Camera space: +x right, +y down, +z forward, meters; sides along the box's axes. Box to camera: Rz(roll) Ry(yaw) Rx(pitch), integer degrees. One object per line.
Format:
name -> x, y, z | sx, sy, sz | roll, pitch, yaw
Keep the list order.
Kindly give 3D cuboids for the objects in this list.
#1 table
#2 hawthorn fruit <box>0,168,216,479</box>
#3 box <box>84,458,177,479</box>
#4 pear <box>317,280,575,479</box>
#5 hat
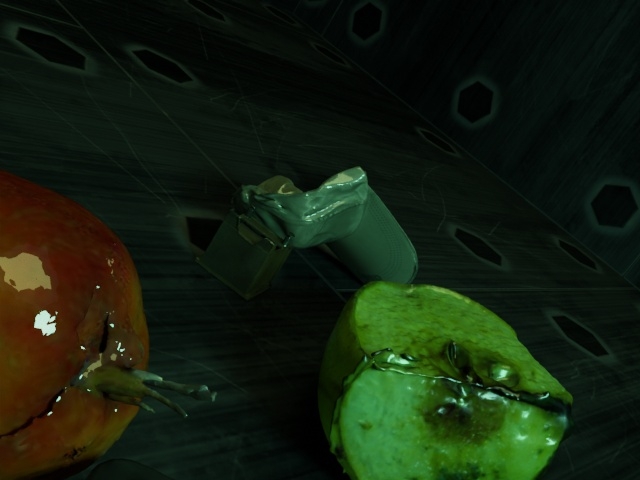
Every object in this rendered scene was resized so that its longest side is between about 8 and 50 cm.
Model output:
table -> -0.087, 0.010, 0.988 | 0.083, 0.082, 0.070 | 38, 22, 11
hawthorn fruit -> -0.193, 0.060, 0.501 | 0.299, 0.211, 0.211 | 11, 15, 17
box -> -0.018, 0.245, 0.375 | 0.290, 0.073, 0.289 | 34, 13, -8
pear -> 0.091, 0.143, 0.850 | 0.239, 0.163, 0.255 | 14, 21, -18
hat -> 0.000, 0.000, 1.091 | 0.214, 0.149, 0.244 | -2, -60, 57
